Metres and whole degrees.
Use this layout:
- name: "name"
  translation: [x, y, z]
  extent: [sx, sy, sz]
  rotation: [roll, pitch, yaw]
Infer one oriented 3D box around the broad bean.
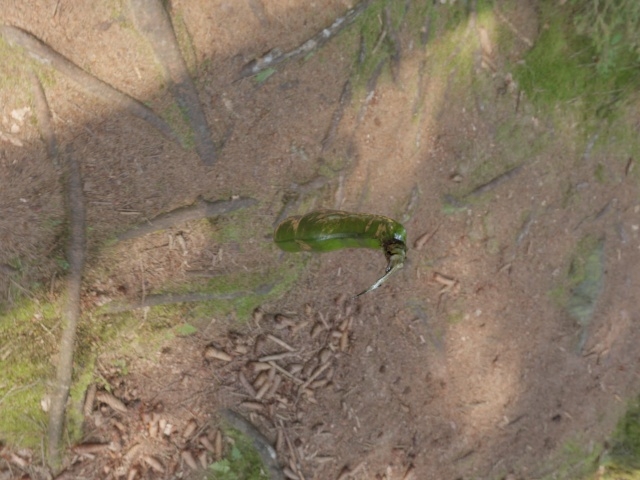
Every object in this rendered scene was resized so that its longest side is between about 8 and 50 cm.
- name: "broad bean"
  translation: [0.010, -0.004, 0.535]
  extent: [0.098, 0.318, 0.056]
  rotation: [-24, 104, -16]
